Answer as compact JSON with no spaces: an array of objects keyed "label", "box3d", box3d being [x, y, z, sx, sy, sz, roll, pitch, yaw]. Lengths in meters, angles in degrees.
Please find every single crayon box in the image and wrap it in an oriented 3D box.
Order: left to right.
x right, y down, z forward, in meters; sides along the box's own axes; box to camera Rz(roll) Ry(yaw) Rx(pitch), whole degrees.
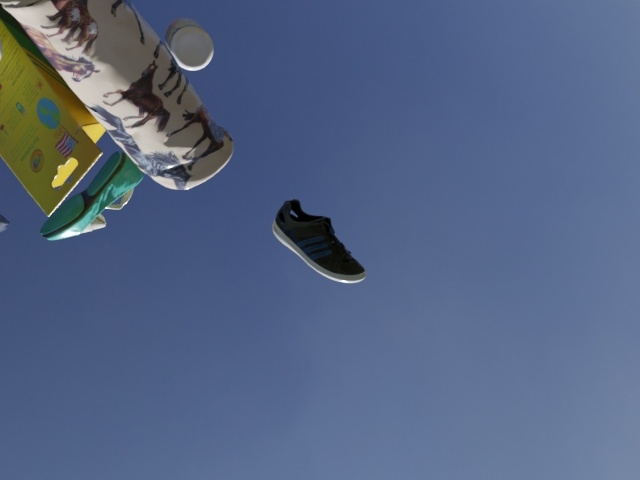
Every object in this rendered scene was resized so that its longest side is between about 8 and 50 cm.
[{"label":"crayon box","box3d":[-0.493,-0.226,1.028,0.318,0.202,0.081,54,-148,0]}]

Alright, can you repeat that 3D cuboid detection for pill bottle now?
[{"label":"pill bottle","box3d":[-0.376,-0.562,1.699,0.117,0.117,0.215,17,-160,-27]}]

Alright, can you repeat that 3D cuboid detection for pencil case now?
[{"label":"pencil case","box3d":[-0.297,-0.261,0.962,0.410,0.160,0.183,57,-136,-43]}]

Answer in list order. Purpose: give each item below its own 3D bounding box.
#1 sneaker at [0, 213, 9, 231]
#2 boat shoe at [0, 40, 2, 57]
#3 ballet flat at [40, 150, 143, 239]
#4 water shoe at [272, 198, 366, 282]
[{"label":"sneaker","box3d":[-0.735,-0.023,1.242,0.112,0.319,0.131,42,-108,-24]},{"label":"boat shoe","box3d":[-0.614,-0.338,0.899,0.267,0.096,0.088,33,-164,2]},{"label":"ballet flat","box3d":[-0.450,-0.071,1.208,0.087,0.247,0.083,41,-170,-42]},{"label":"water shoe","box3d":[0.000,0.000,1.075,0.203,0.080,0.073,33,-150,17]}]
